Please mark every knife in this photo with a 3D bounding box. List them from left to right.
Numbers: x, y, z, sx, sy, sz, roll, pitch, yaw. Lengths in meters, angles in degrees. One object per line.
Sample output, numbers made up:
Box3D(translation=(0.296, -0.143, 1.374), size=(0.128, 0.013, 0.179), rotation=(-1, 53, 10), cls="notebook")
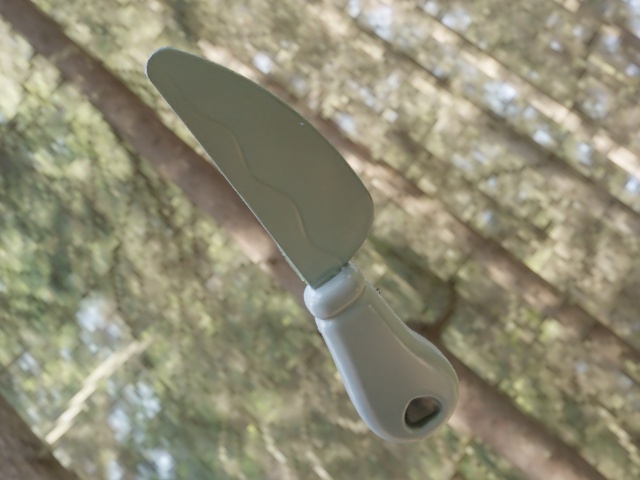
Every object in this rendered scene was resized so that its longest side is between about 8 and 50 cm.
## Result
Box3D(translation=(0.002, -0.001, 1.109), size=(0.080, 0.044, 0.331), rotation=(-32, -61, -1), cls="knife")

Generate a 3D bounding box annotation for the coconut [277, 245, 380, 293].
Box3D(translation=(-0.001, 0.015, 1.683), size=(0.055, 0.158, 0.133), rotation=(-36, -71, 1), cls="coconut")
